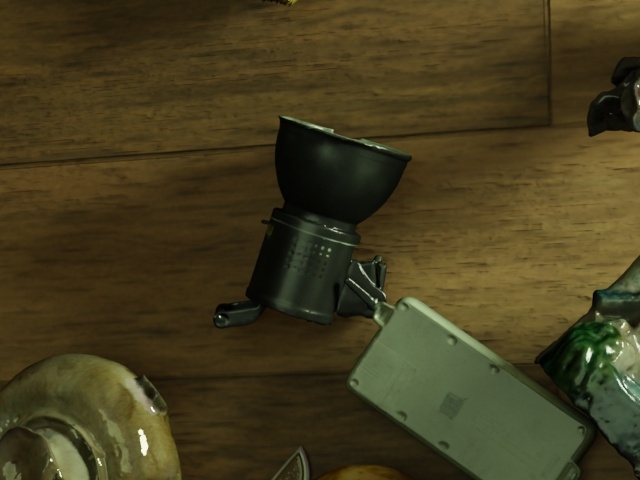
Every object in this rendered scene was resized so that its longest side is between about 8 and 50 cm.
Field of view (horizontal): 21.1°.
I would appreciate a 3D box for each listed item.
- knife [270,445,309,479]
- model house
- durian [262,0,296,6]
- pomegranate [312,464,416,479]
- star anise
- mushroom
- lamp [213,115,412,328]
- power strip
[{"bbox_3d":[-0.080,0.330,1.814,0.046,0.022,0.256,31,91,24],"label":"knife"},{"bbox_3d":[0.393,0.120,1.592,0.284,0.243,0.298,-45,83,1],"label":"model house"},{"bbox_3d":[-0.013,-0.348,1.883,0.140,0.078,0.224,35,82,32],"label":"durian"},{"bbox_3d":[0.046,0.323,1.687,0.207,0.207,0.207,-3,80,17],"label":"pomegranate"},{"bbox_3d":[0.374,-0.192,1.677,0.283,0.212,0.129,-36,108,19],"label":"star anise"},{"bbox_3d":[-0.260,0.235,1.806,0.255,0.184,0.254,-7,77,31],"label":"mushroom"},{"bbox_3d":[0.000,0.000,1.797,0.172,0.147,0.227,16,95,-4],"label":"lamp"},{"bbox_3d":[0.150,0.167,1.747,0.270,0.046,0.118,35,96,14],"label":"power strip"}]
